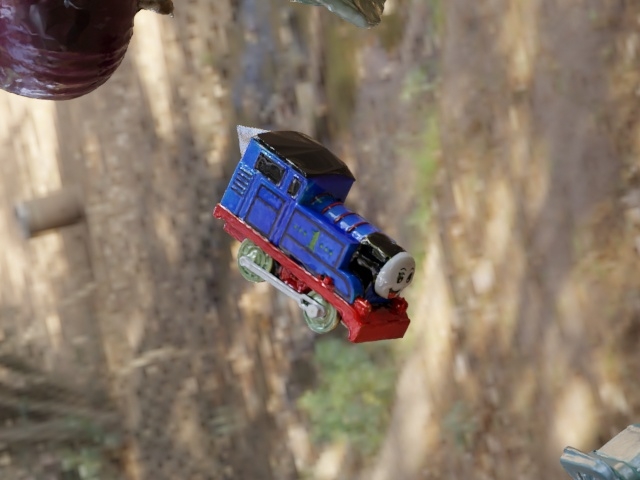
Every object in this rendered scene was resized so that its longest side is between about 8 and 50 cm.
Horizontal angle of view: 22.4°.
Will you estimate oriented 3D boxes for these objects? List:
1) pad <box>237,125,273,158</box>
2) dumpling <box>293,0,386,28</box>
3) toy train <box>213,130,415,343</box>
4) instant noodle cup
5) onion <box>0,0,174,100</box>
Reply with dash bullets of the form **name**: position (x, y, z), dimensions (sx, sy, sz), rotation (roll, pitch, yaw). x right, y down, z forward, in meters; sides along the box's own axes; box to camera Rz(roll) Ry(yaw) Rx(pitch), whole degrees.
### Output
- **pad**: position (-0.050, -0.053, 1.891), dimensions (0.235, 0.003, 0.158), rotation (-159, 58, -68)
- **dumpling**: position (-0.003, -0.225, 1.106), dimensions (0.219, 0.153, 0.108), rotation (-93, 25, -52)
- **toy train**: position (0.000, 0.000, 1.477), dimensions (0.204, 0.083, 0.131), rotation (38, 111, 30)
- **instant noodle cup**: position (0.277, 0.212, 1.244), dimensions (0.179, 0.070, 0.157), rotation (47, 176, 0)
- **onion**: position (-0.295, -0.293, 1.789), dimensions (0.230, 0.272, 0.256), rotation (-125, 19, -58)
